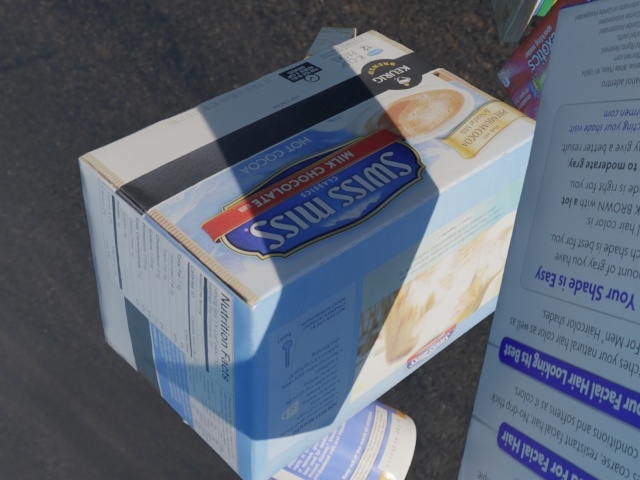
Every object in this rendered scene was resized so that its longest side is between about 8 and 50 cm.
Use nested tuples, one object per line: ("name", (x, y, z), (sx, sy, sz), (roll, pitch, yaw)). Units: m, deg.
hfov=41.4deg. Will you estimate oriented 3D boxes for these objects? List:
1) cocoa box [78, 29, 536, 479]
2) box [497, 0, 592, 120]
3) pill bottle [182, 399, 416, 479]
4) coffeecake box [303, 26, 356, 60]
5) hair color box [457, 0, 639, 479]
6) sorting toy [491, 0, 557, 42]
("cocoa box", (0.000, 0.000, 0.772), (0.228, 0.347, 0.231), (37, 141, 32))
("box", (0.328, -0.218, 0.976), (0.128, 0.123, 0.257), (64, 161, 11))
("pill bottle", (-0.030, 0.236, 1.081), (0.272, 0.152, 0.152), (28, 137, -8))
("coffeecake box", (0.019, -0.284, 1.514), (0.068, 0.185, 0.142), (5, 122, 9))
("hair color box", (0.168, 0.057, 0.394), (0.185, 0.110, 0.338), (-159, 82, -70))
("sorting toy", (0.308, -0.447, 1.147), (0.257, 0.090, 0.255), (108, 160, -61))
